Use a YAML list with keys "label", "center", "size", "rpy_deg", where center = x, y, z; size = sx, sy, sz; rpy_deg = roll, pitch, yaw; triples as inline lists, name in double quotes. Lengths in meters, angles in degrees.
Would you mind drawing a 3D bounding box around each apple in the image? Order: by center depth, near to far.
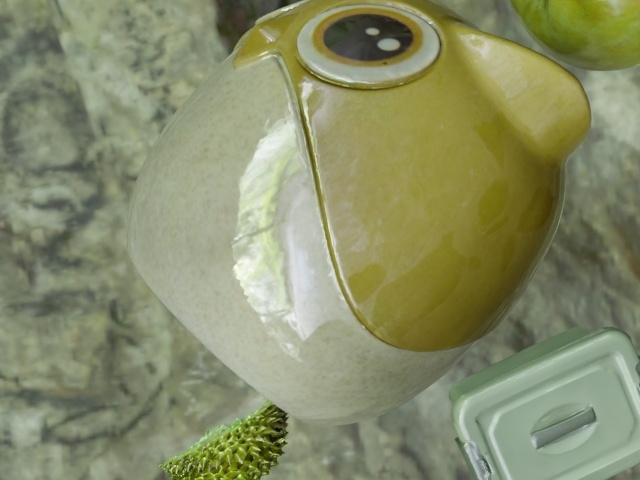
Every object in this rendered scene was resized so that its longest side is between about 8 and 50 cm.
- label: "apple"
  center: [0.288, -0.298, 1.271]
  size: [0.260, 0.194, 0.261]
  rpy_deg: [59, 171, 15]

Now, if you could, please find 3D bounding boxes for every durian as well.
- label: "durian"
  center: [-0.104, 0.249, 1.565]
  size: [0.100, 0.215, 0.086]
  rpy_deg: [52, 169, 51]

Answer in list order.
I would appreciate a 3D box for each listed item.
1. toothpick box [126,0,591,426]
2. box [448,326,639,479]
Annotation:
- label: "toothpick box"
  center: [0.039, -0.058, 1.290]
  size: [0.409, 0.425, 0.409]
  rpy_deg: [43, -177, -2]
- label: "box"
  center: [0.196, 0.149, 1.067]
  size: [0.093, 0.172, 0.124]
  rpy_deg: [-133, 19, -78]
